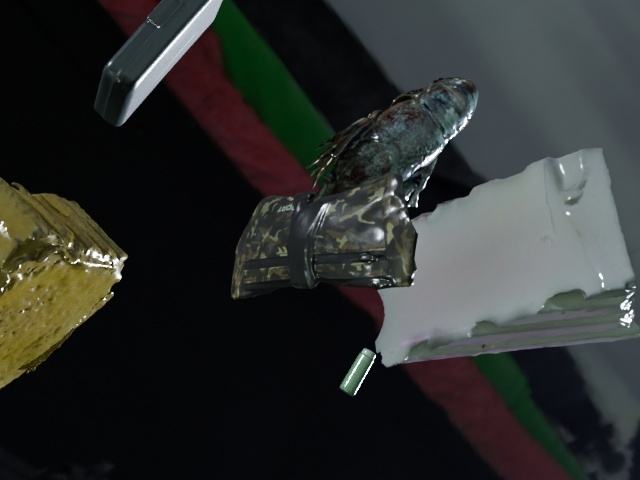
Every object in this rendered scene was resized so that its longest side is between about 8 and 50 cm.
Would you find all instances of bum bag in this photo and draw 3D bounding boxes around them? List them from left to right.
[{"bbox_3d":[0.000,-0.001,1.116,0.069,0.248,0.102,-6,-91,-48],"label":"bum bag"}]

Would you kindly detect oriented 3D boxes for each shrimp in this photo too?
[{"bbox_3d":[0.093,-0.100,1.708,0.172,0.372,0.137,53,174,-15],"label":"shrimp"}]

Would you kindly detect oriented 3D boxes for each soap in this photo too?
[{"bbox_3d":[0.169,0.027,1.213,0.258,0.302,0.159,46,-144,-71],"label":"soap"}]

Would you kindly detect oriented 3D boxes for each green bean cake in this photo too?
[{"bbox_3d":[-0.337,0.049,1.209,0.131,0.229,0.224,48,-175,17],"label":"green bean cake"}]

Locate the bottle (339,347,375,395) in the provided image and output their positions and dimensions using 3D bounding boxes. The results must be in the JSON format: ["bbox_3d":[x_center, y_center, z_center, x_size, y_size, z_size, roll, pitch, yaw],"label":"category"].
[{"bbox_3d":[0.066,0.229,2.058,0.030,0.083,0.030,30,169,6],"label":"bottle"}]

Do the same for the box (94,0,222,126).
[{"bbox_3d":[-0.209,-0.263,1.560,0.050,0.160,0.230,38,-112,-3],"label":"box"}]
